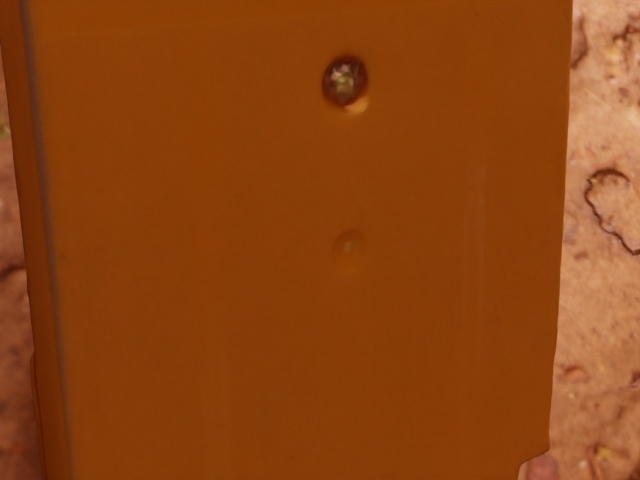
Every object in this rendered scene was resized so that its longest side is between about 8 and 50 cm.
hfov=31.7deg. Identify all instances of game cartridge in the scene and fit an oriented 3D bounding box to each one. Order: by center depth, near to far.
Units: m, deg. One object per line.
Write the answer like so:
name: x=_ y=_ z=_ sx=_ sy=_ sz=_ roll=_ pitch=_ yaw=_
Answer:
game cartridge: x=0.000 y=0.000 z=0.531 sx=0.285 sy=0.053 sz=0.323 roll=-11 pitch=111 yaw=-32
